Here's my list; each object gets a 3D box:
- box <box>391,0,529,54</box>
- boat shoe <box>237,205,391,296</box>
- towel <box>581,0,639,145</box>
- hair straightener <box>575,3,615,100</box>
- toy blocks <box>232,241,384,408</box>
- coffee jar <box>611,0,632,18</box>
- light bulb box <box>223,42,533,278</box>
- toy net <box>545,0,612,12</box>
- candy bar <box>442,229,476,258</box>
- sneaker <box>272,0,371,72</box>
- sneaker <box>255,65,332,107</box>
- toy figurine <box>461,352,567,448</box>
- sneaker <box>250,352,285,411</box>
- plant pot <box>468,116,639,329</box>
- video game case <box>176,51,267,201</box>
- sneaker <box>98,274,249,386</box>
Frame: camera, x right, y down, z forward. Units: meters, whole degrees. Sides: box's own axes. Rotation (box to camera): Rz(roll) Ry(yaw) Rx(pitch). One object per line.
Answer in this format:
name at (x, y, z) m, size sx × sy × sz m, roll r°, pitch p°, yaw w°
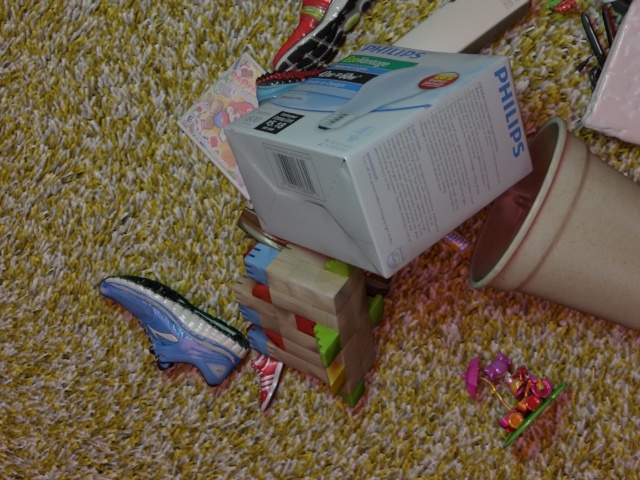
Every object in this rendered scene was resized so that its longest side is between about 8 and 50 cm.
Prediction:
box at (0.258, -0.396, 1.753) m, size 0.275 × 0.113 × 0.094 m, roll -35°, pitch 84°, yaw 7°
boat shoe at (0.000, 0.000, 1.802) m, size 0.324 × 0.122 × 0.120 m, roll 25°, pitch 89°, yaw 1°
towel at (0.677, -0.304, 1.654) m, size 0.331 × 0.053 × 0.317 m, roll 17°, pitch 102°, yaw -2°
hair straightener at (0.526, -0.323, 1.742) m, size 0.089 × 0.047 × 0.230 m, roll -14°, pitch 92°, yaw 10°
toy blocks at (-0.043, 0.122, 1.721) m, size 0.260 × 0.381 × 0.191 m, roll 21°, pitch 53°, yaw 27°
coffee jar at (0.621, -0.491, 1.691) m, size 0.184 × 0.096 × 0.079 m, roll -45°, pitch 58°, yaw 8°
light bulb box at (0.098, -0.155, 1.569) m, size 0.361 × 0.358 × 0.225 m, roll -35°, pitch 122°, yaw -26°
toy net at (0.488, -0.459, 1.661) m, size 0.122 × 0.232 × 0.045 m, roll -36°, pitch 111°, yaw -1°
candy bar at (0.234, -0.024, 1.802) m, size 0.161 × 0.018 × 0.040 m, roll 39°, pitch 96°, yaw 9°
sneaker at (-0.002, -0.442, 1.821) m, size 0.279 × 0.107 × 0.118 m, roll -48°, pitch 63°, yaw 5°
sneaker at (0.002, -0.272, 1.803) m, size 0.261 × 0.104 × 0.125 m, roll -4°, pitch 118°, yaw -10°
toy figurine at (0.351, 0.275, 1.743) m, size 0.173 × 0.130 × 0.159 m, roll -41°, pitch 73°, yaw -14°
sneaker at (-0.117, 0.280, 1.852) m, size 0.067 × 0.042 × 0.118 m, roll 19°, pitch 86°, yaw 6°
plant pot at (0.474, -0.002, 1.627) m, size 0.305 × 0.334 × 0.334 m, roll 26°, pitch 94°, yaw -1°
video game case at (-0.146, -0.230, 1.867) m, size 0.206 × 0.026 × 0.227 m, roll -44°, pitch 83°, yaw 7°
sneaker at (-0.314, 0.181, 1.845) m, size 0.330 × 0.130 × 0.147 m, roll 32°, pitch 93°, yaw 9°
